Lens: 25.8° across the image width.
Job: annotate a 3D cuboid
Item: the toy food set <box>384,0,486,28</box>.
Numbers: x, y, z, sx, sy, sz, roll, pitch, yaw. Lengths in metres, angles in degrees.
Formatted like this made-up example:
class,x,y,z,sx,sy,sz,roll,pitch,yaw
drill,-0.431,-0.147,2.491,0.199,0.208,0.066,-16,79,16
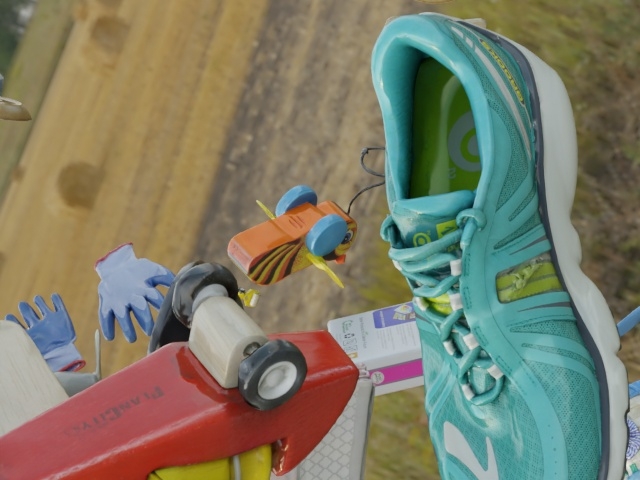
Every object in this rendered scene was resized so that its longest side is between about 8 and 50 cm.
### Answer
class,x,y,z,sx,sy,sz,roll,pitch,yaw
toy food set,0.118,-0.315,1.511,0.038,0.133,0.192,-71,-23,-50

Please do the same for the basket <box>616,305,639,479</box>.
class,x,y,z,sx,sy,sz,roll,pitch,yaw
basket,0.420,0.254,1.906,0.255,0.201,0.289,-44,38,30

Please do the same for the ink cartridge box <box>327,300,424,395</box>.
class,x,y,z,sx,sy,sz,roll,pitch,yaw
ink cartridge box,0.196,0.126,1.952,0.175,0.371,0.069,-95,-11,-71

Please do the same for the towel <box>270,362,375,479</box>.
class,x,y,z,sx,sy,sz,roll,pitch,yaw
towel,-0.089,0.319,1.717,0.053,0.317,0.331,34,123,59

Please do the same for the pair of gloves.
class,x,y,z,sx,sy,sz,roll,pitch,yaw
pair of gloves,-0.239,0.078,1.424,0.198,0.023,0.159,-32,35,-8

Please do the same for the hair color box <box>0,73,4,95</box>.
class,x,y,z,sx,sy,sz,roll,pitch,yaw
hair color box,-0.589,-0.243,1.774,0.374,0.185,0.113,41,129,29

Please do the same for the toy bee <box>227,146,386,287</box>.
class,x,y,z,sx,sy,sz,roll,pitch,yaw
toy bee,0.000,0.000,2.132,0.162,0.298,0.195,90,162,-51

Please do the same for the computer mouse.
class,x,y,z,sx,sy,sz,roll,pitch,yaw
computer mouse,-0.115,0.112,1.393,0.272,0.072,0.188,97,-164,-65

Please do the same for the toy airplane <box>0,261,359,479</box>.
class,x,y,z,sx,sy,sz,roll,pitch,yaw
toy airplane,-0.183,0.219,1.155,0.386,0.385,0.272,-71,-22,-45

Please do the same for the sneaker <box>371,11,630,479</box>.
class,x,y,z,sx,sy,sz,roll,pitch,yaw
sneaker,0.069,0.020,0.667,0.107,0.110,0.275,-20,68,31

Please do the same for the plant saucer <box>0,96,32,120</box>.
class,x,y,z,sx,sy,sz,roll,pitch,yaw
plant saucer,-0.346,-0.143,1.477,0.083,0.083,0.015,-128,48,-72

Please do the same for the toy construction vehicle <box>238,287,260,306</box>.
class,x,y,z,sx,sy,sz,roll,pitch,yaw
toy construction vehicle,-0.151,0.094,2.210,0.035,0.098,0.085,-111,37,-65
